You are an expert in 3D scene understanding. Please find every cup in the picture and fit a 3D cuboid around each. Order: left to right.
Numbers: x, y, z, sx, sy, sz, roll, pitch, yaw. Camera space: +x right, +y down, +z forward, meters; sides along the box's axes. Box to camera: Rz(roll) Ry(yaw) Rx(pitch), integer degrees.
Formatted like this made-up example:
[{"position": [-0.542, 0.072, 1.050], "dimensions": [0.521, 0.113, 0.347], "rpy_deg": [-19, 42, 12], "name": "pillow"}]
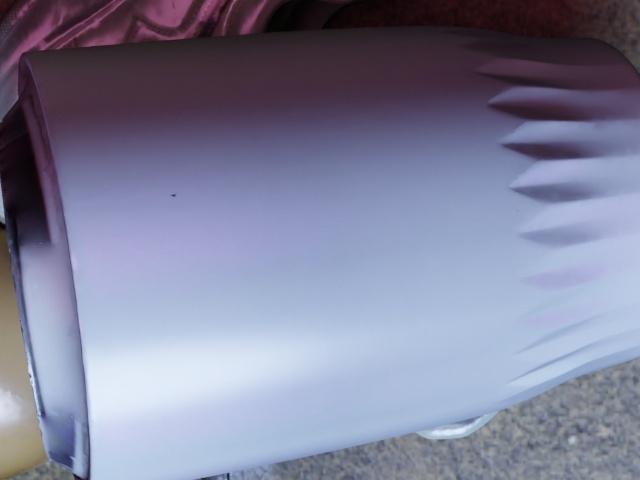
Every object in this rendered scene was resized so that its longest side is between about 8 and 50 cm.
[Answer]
[{"position": [0.000, 0.000, 0.939], "dimensions": [0.372, 0.253, 0.253], "rpy_deg": [-8, 97, -15], "name": "cup"}]

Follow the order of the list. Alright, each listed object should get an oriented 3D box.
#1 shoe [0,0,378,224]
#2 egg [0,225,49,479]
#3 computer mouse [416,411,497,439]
[{"position": [-0.095, -0.115, 1.078], "dimensions": [0.210, 0.132, 0.342], "rpy_deg": [42, 106, 12], "name": "shoe"}, {"position": [-0.273, 0.078, 1.137], "dimensions": [0.244, 0.201, 0.201], "rpy_deg": [21, 105, 5], "name": "egg"}, {"position": [0.055, 0.056, 1.091], "dimensions": [0.089, 0.056, 0.181], "rpy_deg": [-39, 77, -3], "name": "computer mouse"}]
